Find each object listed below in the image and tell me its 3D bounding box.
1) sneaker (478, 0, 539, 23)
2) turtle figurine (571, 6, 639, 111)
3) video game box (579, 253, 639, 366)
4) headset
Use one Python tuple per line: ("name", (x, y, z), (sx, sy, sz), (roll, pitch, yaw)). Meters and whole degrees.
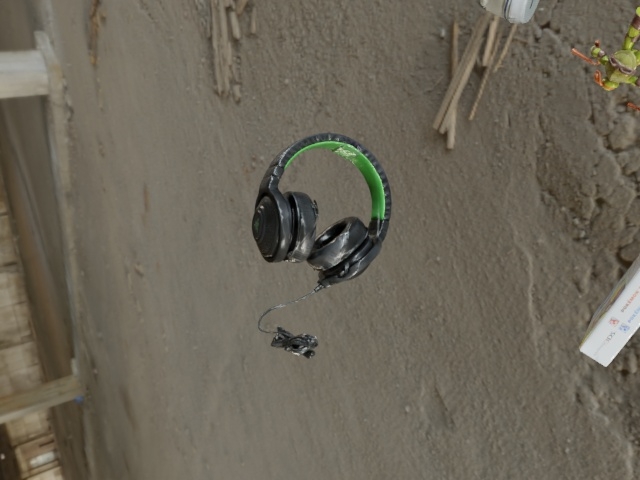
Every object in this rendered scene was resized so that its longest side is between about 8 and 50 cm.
("sneaker", (0.294, -0.449, 0.809), (0.091, 0.094, 0.257), (28, 120, 24))
("turtle figurine", (0.754, -0.458, 1.418), (0.269, 0.087, 0.217), (55, 150, 26))
("video game box", (0.452, 0.070, 0.813), (0.048, 0.205, 0.187), (38, 115, 21))
("headset", (0.000, 0.000, 0.981), (0.185, 0.244, 0.393), (-4, 64, 65))
